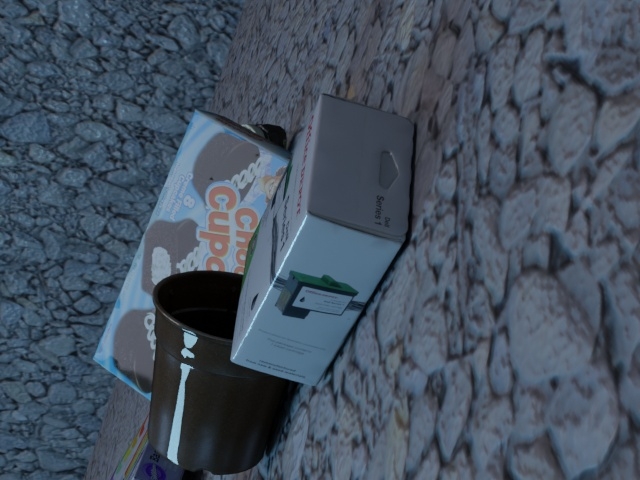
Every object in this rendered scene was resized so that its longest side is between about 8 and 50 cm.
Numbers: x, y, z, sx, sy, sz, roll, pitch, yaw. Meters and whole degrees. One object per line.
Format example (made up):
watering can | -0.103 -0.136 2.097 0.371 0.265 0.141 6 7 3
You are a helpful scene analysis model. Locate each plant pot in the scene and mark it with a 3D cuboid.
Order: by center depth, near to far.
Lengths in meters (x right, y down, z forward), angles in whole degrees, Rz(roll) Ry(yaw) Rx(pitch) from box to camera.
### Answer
plant pot | -0.104 0.140 1.372 0.167 0.167 0.165 -102 23 -68

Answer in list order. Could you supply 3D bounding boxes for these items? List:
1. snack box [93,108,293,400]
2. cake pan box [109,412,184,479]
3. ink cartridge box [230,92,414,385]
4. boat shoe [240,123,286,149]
snack box | -0.122 0.036 1.507 0.060 0.187 0.322 7 -71 -56
cake pan box | -0.253 0.350 1.840 0.245 0.070 0.267 -60 8 27
ink cartridge box | 0.000 0.000 1.212 0.160 0.093 0.219 -84 15 -44
boat shoe | -0.101 -0.056 1.875 0.081 0.069 0.227 36 119 36
